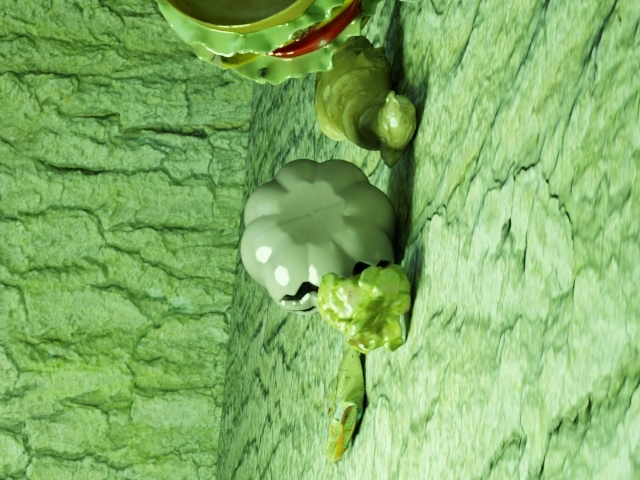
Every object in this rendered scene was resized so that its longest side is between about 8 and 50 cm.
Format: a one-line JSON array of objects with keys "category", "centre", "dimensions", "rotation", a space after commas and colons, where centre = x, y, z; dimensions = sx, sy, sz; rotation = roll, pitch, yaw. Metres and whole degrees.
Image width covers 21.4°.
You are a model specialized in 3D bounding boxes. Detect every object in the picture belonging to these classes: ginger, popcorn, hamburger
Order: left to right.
[{"category": "hamburger", "centre": [-0.057, -0.318, 1.969], "dimensions": [0.212, 0.274, 0.274], "rotation": [38, -125, -67]}, {"category": "popcorn", "centre": [0.044, 0.069, 1.758], "dimensions": [0.109, 0.097, 0.089], "rotation": [138, 137, -71]}, {"category": "ginger", "centre": [0.060, -0.163, 1.951], "dimensions": [0.294, 0.086, 0.131], "rotation": [-139, 67, -70]}]

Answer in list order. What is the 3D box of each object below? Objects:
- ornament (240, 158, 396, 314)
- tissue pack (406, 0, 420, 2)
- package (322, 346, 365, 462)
[{"category": "ornament", "centre": [0.001, 0.000, 1.872], "dimensions": [0.177, 0.177, 0.177], "rotation": [-172, 90, -81]}, {"category": "tissue pack", "centre": [0.094, -0.408, 1.777], "dimensions": [0.215, 0.123, 0.256], "rotation": [137, 139, -73]}, {"category": "package", "centre": [0.029, 0.189, 1.980], "dimensions": [0.120, 0.031, 0.108], "rotation": [-84, 8, -47]}]
